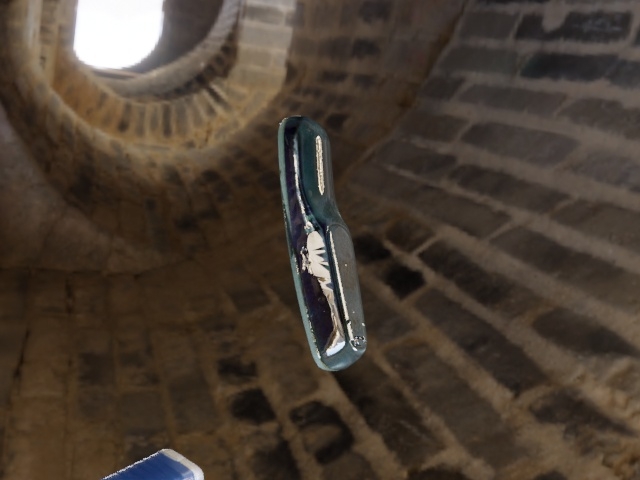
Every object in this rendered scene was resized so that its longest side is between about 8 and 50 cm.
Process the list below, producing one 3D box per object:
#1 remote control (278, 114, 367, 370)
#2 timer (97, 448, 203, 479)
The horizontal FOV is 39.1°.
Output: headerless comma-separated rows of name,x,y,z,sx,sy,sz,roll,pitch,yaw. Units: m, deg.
remote control,0.000,0.000,0.769,0.042,0.222,0.072,-15,166,22
timer,-0.222,0.337,0.905,0.078,0.253,0.178,28,-170,18
